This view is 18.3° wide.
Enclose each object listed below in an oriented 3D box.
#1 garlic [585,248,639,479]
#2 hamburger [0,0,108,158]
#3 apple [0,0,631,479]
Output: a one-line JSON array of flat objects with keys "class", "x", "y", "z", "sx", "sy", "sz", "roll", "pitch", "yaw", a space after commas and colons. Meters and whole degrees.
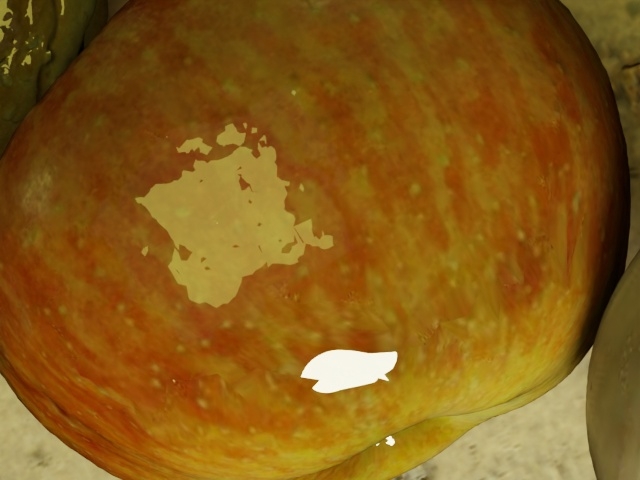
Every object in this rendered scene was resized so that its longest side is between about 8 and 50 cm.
[{"class": "garlic", "x": 0.265, "y": 0.031, "z": 0.855, "sx": 0.340, "sy": 0.231, "sz": 0.246, "roll": -36, "pitch": 75, "yaw": 20}, {"class": "hamburger", "x": -0.250, "y": -0.133, "z": 1.080, "sx": 0.285, "sy": 0.134, "sz": 0.265, "roll": -40, "pitch": 79, "yaw": 11}, {"class": "apple", "x": 0.000, "y": 0.000, "z": 0.919, "sx": 0.250, "sy": 0.277, "sz": 0.309, "roll": 43, "pitch": 113, "yaw": 12}]
